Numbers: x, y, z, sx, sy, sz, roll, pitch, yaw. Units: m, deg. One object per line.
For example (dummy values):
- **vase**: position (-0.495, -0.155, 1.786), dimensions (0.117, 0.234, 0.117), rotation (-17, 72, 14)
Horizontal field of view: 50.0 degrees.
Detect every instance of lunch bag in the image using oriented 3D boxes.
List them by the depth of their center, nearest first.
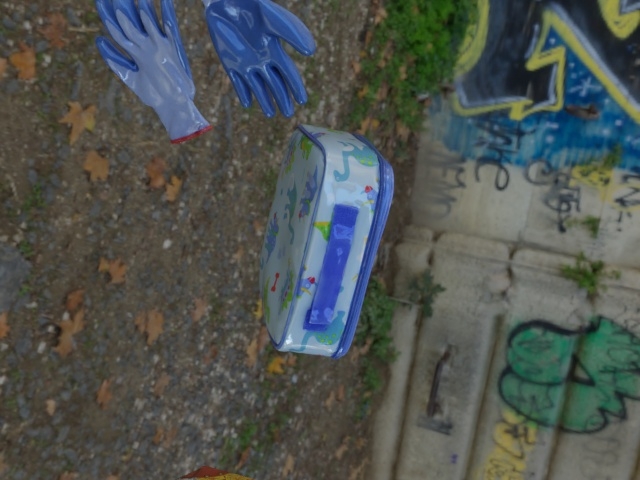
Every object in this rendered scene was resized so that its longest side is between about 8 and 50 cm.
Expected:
- **lunch bag**: position (0.000, 0.000, 0.705), dimensions (0.176, 0.090, 0.219), rotation (-123, -136, -68)

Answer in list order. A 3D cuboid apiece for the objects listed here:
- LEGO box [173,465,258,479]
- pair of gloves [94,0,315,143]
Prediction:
- **LEGO box**: position (-0.100, 0.642, 1.017), dimensions (0.193, 0.372, 0.500), rotation (0, 95, -62)
- **pair of gloves**: position (-0.102, -0.167, 0.599), dimensions (0.159, 0.198, 0.023), rotation (63, 31, -29)
